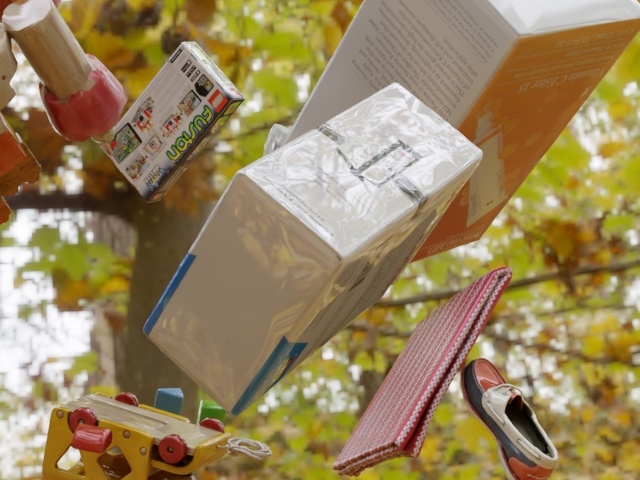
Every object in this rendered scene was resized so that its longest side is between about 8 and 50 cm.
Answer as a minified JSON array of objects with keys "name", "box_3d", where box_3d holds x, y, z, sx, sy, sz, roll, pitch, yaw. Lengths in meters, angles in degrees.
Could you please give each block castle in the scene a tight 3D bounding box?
[{"name":"block castle","box_3d":[-0.454,-0.133,1.415,0.453,0.303,0.213,-32,-39,-5]}]

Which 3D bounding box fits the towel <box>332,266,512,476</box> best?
[{"name":"towel","box_3d":[0.095,0.134,1.276,0.031,0.199,0.275,32,-17,-2]}]

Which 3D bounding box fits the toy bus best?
[{"name":"toy bus","box_3d":[-0.174,0.221,1.319,0.191,0.104,0.202,7,9,-25]}]

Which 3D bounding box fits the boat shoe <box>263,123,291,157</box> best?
[{"name":"boat shoe","box_3d":[-0.022,-0.112,2.034,0.088,0.096,0.267,14,9,-17]}]

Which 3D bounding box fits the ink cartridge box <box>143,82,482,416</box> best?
[{"name":"ink cartridge box","box_3d":[0.000,0.000,0.854,0.203,0.086,0.148,-36,-17,-54]}]

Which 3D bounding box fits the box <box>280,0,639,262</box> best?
[{"name":"box","box_3d":[0.131,-0.147,1.359,0.215,0.168,0.345,-17,-29,-42]}]

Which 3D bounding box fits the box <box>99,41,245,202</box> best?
[{"name":"box","box_3d":[-0.209,-0.163,1.853,0.207,0.114,0.036,-46,-13,25]}]

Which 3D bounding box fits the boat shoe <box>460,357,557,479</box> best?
[{"name":"boat shoe","box_3d":[0.162,0.149,1.136,0.049,0.137,0.043,3,-48,-27]}]
